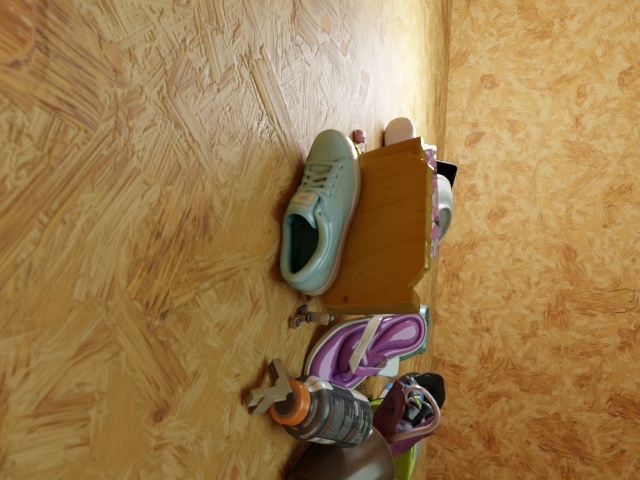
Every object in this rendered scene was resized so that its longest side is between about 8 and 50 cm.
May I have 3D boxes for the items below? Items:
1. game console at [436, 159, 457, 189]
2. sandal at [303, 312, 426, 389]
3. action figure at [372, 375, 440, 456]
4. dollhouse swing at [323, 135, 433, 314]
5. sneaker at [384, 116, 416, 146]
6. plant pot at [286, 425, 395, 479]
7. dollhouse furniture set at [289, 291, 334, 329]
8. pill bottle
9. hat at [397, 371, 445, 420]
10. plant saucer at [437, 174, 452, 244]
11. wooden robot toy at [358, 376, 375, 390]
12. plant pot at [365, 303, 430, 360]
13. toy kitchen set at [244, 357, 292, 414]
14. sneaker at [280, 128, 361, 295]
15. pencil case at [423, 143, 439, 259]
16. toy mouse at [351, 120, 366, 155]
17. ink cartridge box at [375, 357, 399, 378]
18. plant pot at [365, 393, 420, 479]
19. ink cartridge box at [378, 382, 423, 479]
[{"bbox_3d":[0.451,-0.177,1.952,0.044,0.213,0.362,-49,151,-72],"label":"game console"},{"bbox_3d":[0.137,0.272,1.153,0.416,0.102,0.170,-20,96,-33],"label":"sandal"},{"bbox_3d":[0.166,0.569,1.225,0.370,0.248,0.276,-38,177,-11],"label":"action figure"},{"bbox_3d":[0.181,0.009,1.055,0.305,0.315,0.347,24,65,-44],"label":"dollhouse swing"},{"bbox_3d":[0.301,-0.245,1.638,0.210,0.137,0.366,37,57,-62],"label":"sneaker"},{"bbox_3d":[0.028,0.562,1.058,0.230,0.215,0.216,2,92,-54],"label":"plant pot"},{"bbox_3d":[-0.014,0.136,0.997,0.091,0.081,0.115,-11,104,-68],"label":"dollhouse furniture set"},{"bbox_3d":[0.000,0.370,0.972,0.245,0.130,0.131,36,59,-44],"label":"pill bottle"},{"bbox_3d":[0.428,0.717,2.104,0.134,0.331,0.332,-131,-153,-56],"label":"hat"},{"bbox_3d":[0.426,-0.062,1.797,0.400,0.100,0.401,-29,138,-31],"label":"plant saucer"},{"bbox_3d":[0.175,0.433,1.528,0.076,0.079,0.174,25,71,-67],"label":"wooden robot toy"},{"bbox_3d":[0.294,0.317,1.648,0.293,0.196,0.293,5,90,-68],"label":"plant pot"},{"bbox_3d":[-0.114,0.281,0.856,0.083,0.075,0.068,4,133,-37],"label":"toy kitchen set"},{"bbox_3d":[-0.003,-0.073,0.921,0.150,0.135,0.366,31,63,-66],"label":"sneaker"},{"bbox_3d":[0.290,-0.119,1.429,0.167,0.160,0.387,-29,119,-50],"label":"pencil case"},{"bbox_3d":[0.120,-0.270,1.325,0.143,0.031,0.161,-32,123,-64],"label":"toy mouse"},{"bbox_3d":[0.154,0.332,1.325,0.072,0.175,0.128,17,74,-24],"label":"ink cartridge box"},{"bbox_3d":[0.210,0.624,1.467,0.228,0.207,0.227,38,58,-69],"label":"plant pot"},{"bbox_3d":[0.297,0.778,1.778,0.395,0.166,0.286,-8,101,-69],"label":"ink cartridge box"}]
